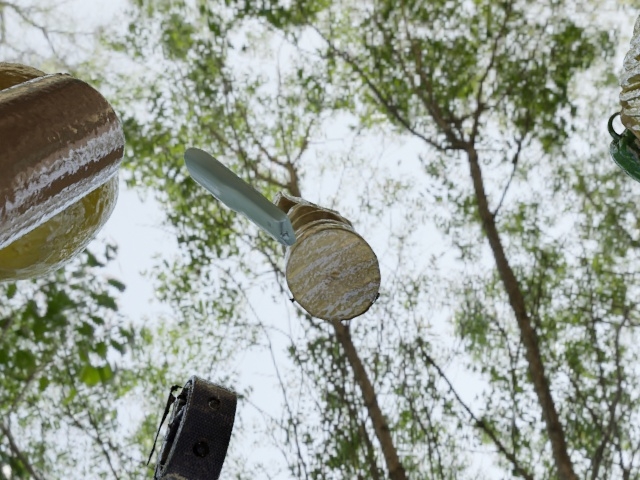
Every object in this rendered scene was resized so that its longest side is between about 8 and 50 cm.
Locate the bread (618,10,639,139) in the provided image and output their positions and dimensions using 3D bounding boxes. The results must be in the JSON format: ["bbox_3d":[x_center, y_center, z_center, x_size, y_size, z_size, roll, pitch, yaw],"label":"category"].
[{"bbox_3d":[0.357,-0.172,0.552,0.204,0.288,0.156,36,-171,-1],"label":"bread"}]

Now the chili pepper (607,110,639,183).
[{"bbox_3d":[0.598,-0.126,1.295,0.257,0.100,0.074,26,-168,-3],"label":"chili pepper"}]

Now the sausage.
[{"bbox_3d":[-0.280,-0.063,0.662,0.123,0.123,0.253,5,-155,13],"label":"sausage"}]

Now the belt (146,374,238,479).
[{"bbox_3d":[-0.237,0.360,1.379,0.126,0.139,0.230,25,-133,-16],"label":"belt"}]

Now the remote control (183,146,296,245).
[{"bbox_3d":[-0.095,-0.049,0.871,0.162,0.061,0.029,38,-107,27],"label":"remote control"}]

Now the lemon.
[{"bbox_3d":[-0.382,-0.082,0.923,0.293,0.293,0.293,-3,-147,2],"label":"lemon"}]

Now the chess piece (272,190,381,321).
[{"bbox_3d":[0.000,0.000,1.115,0.137,0.137,0.301,-7,-161,-5],"label":"chess piece"}]
